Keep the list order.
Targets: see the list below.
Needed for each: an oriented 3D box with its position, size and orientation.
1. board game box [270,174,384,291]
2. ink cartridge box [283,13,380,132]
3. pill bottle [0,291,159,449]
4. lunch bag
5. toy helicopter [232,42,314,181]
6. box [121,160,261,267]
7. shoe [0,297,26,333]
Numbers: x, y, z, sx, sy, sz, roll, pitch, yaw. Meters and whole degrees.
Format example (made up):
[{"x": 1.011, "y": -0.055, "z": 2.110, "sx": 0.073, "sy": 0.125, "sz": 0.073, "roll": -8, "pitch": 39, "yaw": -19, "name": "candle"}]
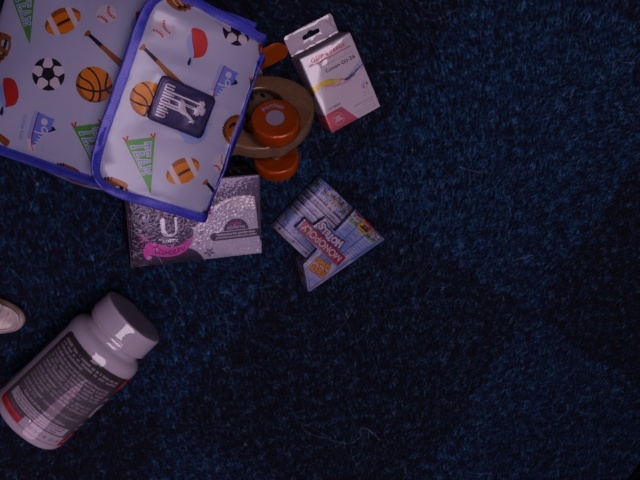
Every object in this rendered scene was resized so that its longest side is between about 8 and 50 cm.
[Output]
[{"x": 0.000, "y": 0.000, "z": 1.432, "sx": 0.194, "sy": 0.060, "sz": 0.194, "roll": -47, "pitch": 115, "yaw": 0, "name": "board game box"}, {"x": 0.022, "y": -0.328, "z": 1.327, "sx": 0.115, "sy": 0.067, "sz": 0.198, "roll": -30, "pitch": 114, "yaw": -7, "name": "ink cartridge box"}, {"x": -0.456, "y": 0.244, "z": 1.300, "sx": 0.283, "sy": 0.161, "sz": 0.161, "roll": -44, "pitch": 115, "yaw": -1, "name": "pill bottle"}, {"x": -0.308, "y": -0.235, "z": 1.066, "sx": 0.385, "sy": 0.239, "sz": 0.328, "roll": 20, "pitch": 93, "yaw": 1, "name": "lunch bag"}, {"x": -0.187, "y": -0.252, "z": 1.224, "sx": 0.355, "sy": 0.140, "sz": 0.235, "roll": 6, "pitch": 63, "yaw": 1, "name": "toy helicopter"}, {"x": -0.245, "y": -0.053, "z": 1.285, "sx": 0.247, "sy": 0.142, "sz": 0.163, "roll": -6, "pitch": 109, "yaw": -17, "name": "box"}, {"x": -0.660, "y": 0.135, "z": 1.250, "sx": 0.219, "sy": 0.058, "sz": 0.077, "roll": 16, "pitch": 102, "yaw": -23, "name": "shoe"}]
